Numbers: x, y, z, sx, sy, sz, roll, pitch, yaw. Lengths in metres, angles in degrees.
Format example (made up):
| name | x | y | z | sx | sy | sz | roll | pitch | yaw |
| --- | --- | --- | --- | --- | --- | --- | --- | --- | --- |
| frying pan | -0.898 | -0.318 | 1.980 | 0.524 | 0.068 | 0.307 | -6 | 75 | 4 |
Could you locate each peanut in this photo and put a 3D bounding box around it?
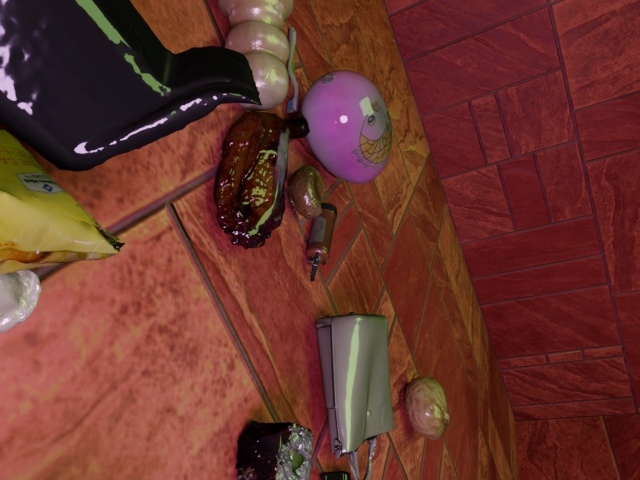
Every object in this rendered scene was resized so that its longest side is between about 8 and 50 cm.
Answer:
| name | x | y | z | sx | sy | sz | roll | pitch | yaw |
| --- | --- | --- | --- | --- | --- | --- | --- | --- | --- |
| peanut | 0.277 | 0.433 | 1.245 | 0.159 | 0.109 | 0.141 | -75 | 155 | -66 |

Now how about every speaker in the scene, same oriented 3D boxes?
| name | x | y | z | sx | sy | sz | roll | pitch | yaw |
| --- | --- | --- | --- | --- | --- | --- | --- | --- | --- |
| speaker | -0.235 | -0.233 | 0.375 | 0.388 | 0.184 | 0.180 | 52 | 11 | -41 |

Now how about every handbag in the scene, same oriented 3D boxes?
| name | x | y | z | sx | sy | sz | roll | pitch | yaw |
| --- | --- | --- | --- | --- | --- | --- | --- | --- | --- |
| handbag | 0.084 | 0.296 | 0.897 | 0.241 | 0.109 | 0.315 | 18 | 60 | -59 |

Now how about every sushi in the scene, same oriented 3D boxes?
| name | x | y | z | sx | sy | sz | roll | pitch | yaw |
| --- | --- | --- | --- | --- | --- | --- | --- | --- | --- |
| sushi | -0.057 | 0.292 | 0.638 | 0.098 | 0.084 | 0.094 | 46 | 40 | -42 |

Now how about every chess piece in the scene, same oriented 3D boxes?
| name | x | y | z | sx | sy | sz | roll | pitch | yaw |
| --- | --- | --- | --- | --- | --- | --- | --- | --- | --- |
| chess piece | -0.107 | -0.355 | 0.827 | 0.142 | 0.142 | 0.261 | 18 | 65 | -62 |

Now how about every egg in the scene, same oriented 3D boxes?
| name | x | y | z | sx | sy | sz | roll | pitch | yaw |
| --- | --- | --- | --- | --- | --- | --- | --- | --- | --- |
| egg | 0.064 | -0.246 | 1.056 | 0.271 | 0.196 | 0.196 | 51 | 33 | -57 |

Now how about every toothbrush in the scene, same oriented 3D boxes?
| name | x | y | z | sx | sy | sz | roll | pitch | yaw |
| --- | --- | --- | --- | --- | --- | --- | --- | --- | --- |
| toothbrush | -0.060 | -0.388 | 1.065 | 0.022 | 0.026 | 0.263 | 49 | 35 | -55 |

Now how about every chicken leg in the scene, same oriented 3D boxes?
| name | x | y | z | sx | sy | sz | roll | pitch | yaw |
| --- | --- | --- | --- | --- | --- | --- | --- | --- | --- |
| chicken leg | -0.085 | -0.146 | 0.809 | 0.407 | 0.095 | 0.158 | -76 | 148 | -50 |

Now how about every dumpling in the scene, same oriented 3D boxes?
| name | x | y | z | sx | sy | sz | roll | pitch | yaw |
| --- | --- | --- | --- | --- | --- | --- | --- | --- | --- |
| dumpling | -0.265 | 0.045 | 0.364 | 0.076 | 0.052 | 0.057 | 18 | 48 | -64 |

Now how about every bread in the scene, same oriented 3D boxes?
| name | x | y | z | sx | sy | sz | roll | pitch | yaw |
| --- | --- | --- | --- | --- | --- | --- | --- | --- | --- |
| bread | -0.030 | -0.100 | 0.933 | 0.082 | 0.060 | 0.113 | 59 | 27 | -33 |

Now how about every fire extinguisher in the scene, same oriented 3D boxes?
| name | x | y | z | sx | sy | sz | roll | pitch | yaw |
| --- | --- | --- | --- | --- | --- | --- | --- | --- | --- |
| fire extinguisher | 0.000 | 0.000 | 0.962 | 0.062 | 0.050 | 0.177 | 106 | -3 | -47 |

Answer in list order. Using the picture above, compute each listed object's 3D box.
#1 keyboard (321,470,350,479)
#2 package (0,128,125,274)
| name | x | y | z | sx | sy | sz | roll | pitch | yaw |
| --- | --- | --- | --- | --- | --- | --- | --- | --- | --- |
| keyboard | 0.032 | 0.545 | 0.767 | 0.101 | 0.018 | 0.310 | 35 | 46 | -53 |
| package | -0.266 | -0.025 | 0.316 | 0.168 | 0.090 | 0.226 | 38 | 23 | 12 |
